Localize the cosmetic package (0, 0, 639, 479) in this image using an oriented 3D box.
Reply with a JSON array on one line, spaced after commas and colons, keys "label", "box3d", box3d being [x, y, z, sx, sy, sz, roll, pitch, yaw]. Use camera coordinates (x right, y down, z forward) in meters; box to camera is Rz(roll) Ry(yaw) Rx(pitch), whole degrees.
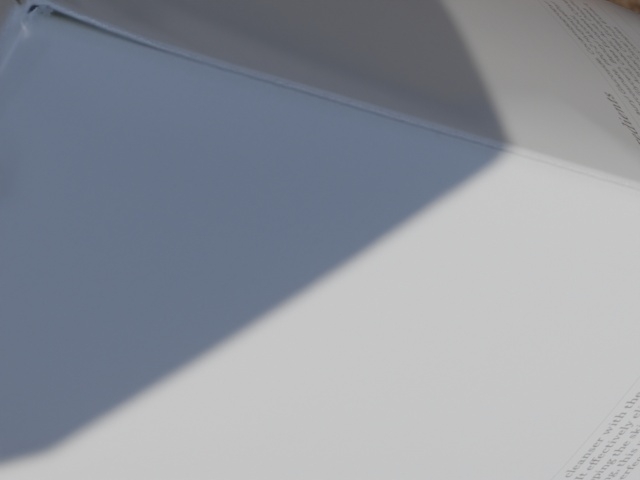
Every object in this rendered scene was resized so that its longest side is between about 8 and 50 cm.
[{"label": "cosmetic package", "box3d": [0.000, 0.000, 0.547, 0.365, 0.155, 0.197, 15, 124, -37]}]
